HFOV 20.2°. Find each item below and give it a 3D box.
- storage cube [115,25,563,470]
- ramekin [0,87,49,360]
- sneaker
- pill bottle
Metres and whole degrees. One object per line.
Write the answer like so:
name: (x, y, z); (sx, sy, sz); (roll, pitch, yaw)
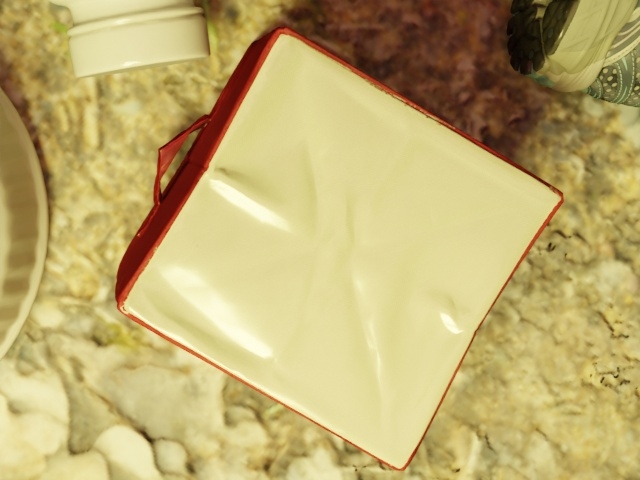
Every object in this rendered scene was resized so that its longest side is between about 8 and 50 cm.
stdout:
storage cube: (0.000, 0.000, 1.059); (0.215, 0.193, 0.183); (31, 90, -8)
ramekin: (-0.298, -0.008, 1.060); (0.273, 0.127, 0.273); (0, 93, -6)
sneaker: (0.219, -0.216, 1.128); (0.122, 0.110, 0.283); (22, 94, -24)
pill bottle: (-0.122, -0.196, 1.075); (0.112, 0.112, 0.186); (-10, 95, -5)
